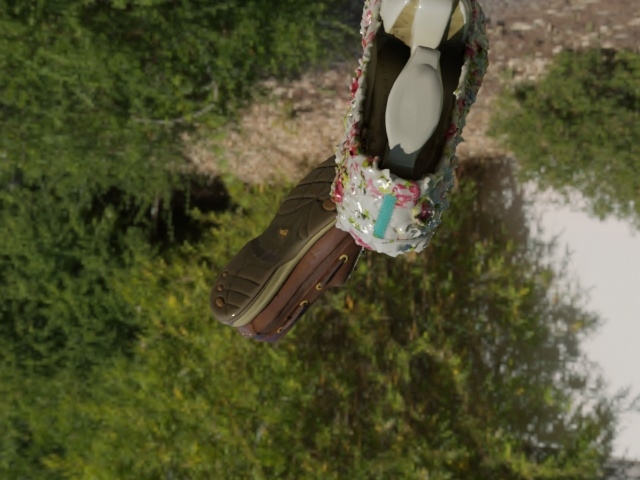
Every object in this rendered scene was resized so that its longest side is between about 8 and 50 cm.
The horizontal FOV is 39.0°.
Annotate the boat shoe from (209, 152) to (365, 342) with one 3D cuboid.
[{"bbox_3d":[0.000,0.000,0.644,0.060,0.178,0.064,41,-176,-36],"label":"boat shoe"}]

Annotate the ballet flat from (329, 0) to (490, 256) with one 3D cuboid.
[{"bbox_3d":[0.062,-0.104,0.549,0.091,0.240,0.077,10,152,-1],"label":"ballet flat"}]
